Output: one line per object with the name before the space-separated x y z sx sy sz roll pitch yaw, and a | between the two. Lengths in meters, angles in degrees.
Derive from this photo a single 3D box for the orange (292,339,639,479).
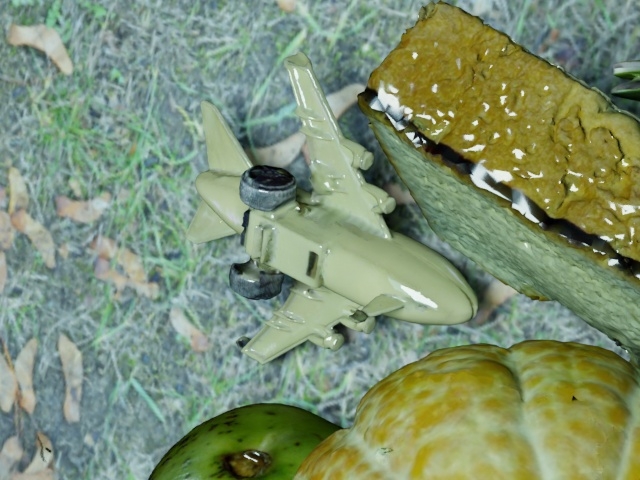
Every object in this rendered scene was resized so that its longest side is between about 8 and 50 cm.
orange | 0.126 0.217 1.146 0.329 0.249 0.329 0 88 -4

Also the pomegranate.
pomegranate | -0.027 0.236 1.370 0.214 0.214 0.248 23 140 28

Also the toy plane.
toy plane | 0.000 0.000 1.377 0.256 0.104 0.242 34 126 40

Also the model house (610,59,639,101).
model house | 0.328 -0.150 1.134 0.294 0.207 0.154 3 89 30

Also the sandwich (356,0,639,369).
sandwich | 0.174 -0.003 1.206 0.273 0.249 0.095 34 79 25
